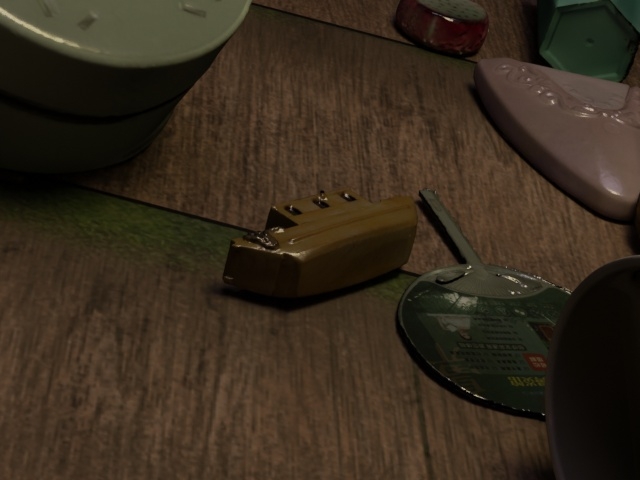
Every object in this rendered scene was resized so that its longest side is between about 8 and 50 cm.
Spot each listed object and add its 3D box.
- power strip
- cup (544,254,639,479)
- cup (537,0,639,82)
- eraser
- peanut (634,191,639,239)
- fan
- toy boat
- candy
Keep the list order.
[{"bbox_3d":[-0.221,-0.231,1.364,0.357,0.161,0.357,21,47,-24],"label":"power strip"},{"bbox_3d":[0.315,0.106,1.105,0.258,0.290,0.219,0,68,-32],"label":"cup"},{"bbox_3d":[0.307,-0.259,1.895,0.148,0.134,0.235,15,32,0],"label":"cup"},{"bbox_3d":[0.271,-0.103,1.662,0.204,0.059,0.243,11,31,-15],"label":"eraser"},{"bbox_3d":[0.347,-0.035,1.571,0.089,0.089,0.193,32,35,23],"label":"peanut"},{"bbox_3d":[0.173,0.060,1.369,0.223,0.012,0.294,18,30,-2],"label":"fan"},{"bbox_3d":[0.000,0.000,1.326,0.077,0.057,0.200,33,32,32],"label":"toy boat"},{"bbox_3d":[0.132,-0.239,1.832,0.103,0.043,0.103,14,29,-8],"label":"candy"}]
